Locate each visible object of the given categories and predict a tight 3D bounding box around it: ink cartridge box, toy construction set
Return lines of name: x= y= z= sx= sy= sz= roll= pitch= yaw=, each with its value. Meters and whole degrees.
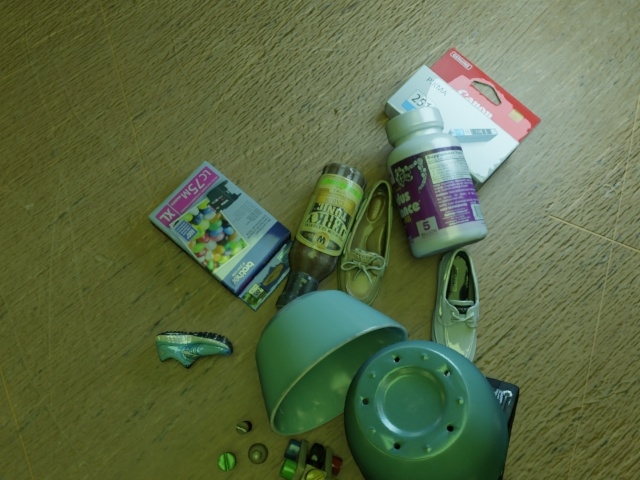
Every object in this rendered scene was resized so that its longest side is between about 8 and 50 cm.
ink cartridge box: x=0.346 y=-0.308 z=1.428 sx=0.296 sy=0.066 sz=0.261 roll=43 pitch=78 yaw=9
ink cartridge box: x=-0.202 y=-0.012 z=1.325 sx=0.311 sy=0.065 sz=0.186 roll=40 pitch=76 yaw=7
toy construction set: x=-0.068 y=0.466 z=1.098 sx=0.257 sy=0.237 sz=0.309 roll=-40 pitch=79 yaw=-12

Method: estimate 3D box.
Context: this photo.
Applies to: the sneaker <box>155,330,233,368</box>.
sneaker: x=-0.263 y=0.231 z=1.261 sx=0.162 sy=0.063 sz=0.073 roll=3 pitch=91 yaw=3

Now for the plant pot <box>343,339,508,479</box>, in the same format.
plant pot: x=0.171 y=0.305 z=1.036 sx=0.293 sy=0.235 sz=0.293 roll=-8 pitch=58 yaw=13

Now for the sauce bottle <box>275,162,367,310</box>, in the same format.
sauce bottle: x=0.000 y=0.000 z=1.290 sx=0.111 sy=0.111 sz=0.344 roll=19 pitch=70 yaw=3

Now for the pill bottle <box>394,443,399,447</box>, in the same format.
pill bottle: x=0.168 y=0.324 z=1.223 sx=0.094 sy=0.094 sz=0.169 roll=37 pitch=75 yaw=8

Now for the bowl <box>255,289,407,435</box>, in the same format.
bowl: x=-0.001 y=0.215 z=1.168 sx=0.312 sy=0.311 sz=0.163 roll=-33 pitch=57 yaw=-11

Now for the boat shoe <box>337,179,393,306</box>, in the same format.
boat shoe: x=0.101 y=0.006 z=1.314 sx=0.105 sy=0.089 sz=0.285 roll=10 pitch=74 yaw=1

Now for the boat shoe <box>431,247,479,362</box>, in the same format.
boat shoe: x=0.296 y=0.147 z=1.282 sx=0.096 sy=0.088 sz=0.267 roll=8 pitch=73 yaw=0

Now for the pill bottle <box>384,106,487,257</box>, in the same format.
pill bottle: x=0.239 y=-0.126 z=1.300 sx=0.169 sy=0.169 sz=0.301 roll=-15 pitch=82 yaw=-6

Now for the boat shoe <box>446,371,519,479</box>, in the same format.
boat shoe: x=0.306 y=0.494 z=1.128 sx=0.156 sy=0.187 sz=0.500 roll=0 pitch=68 yaw=18
